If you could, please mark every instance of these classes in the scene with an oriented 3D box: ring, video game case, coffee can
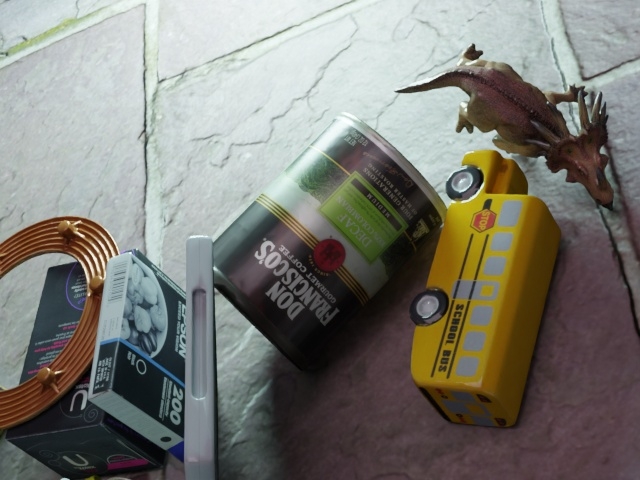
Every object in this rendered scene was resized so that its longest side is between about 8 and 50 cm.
[{"bbox_3d":[-0.410,0.104,1.852,0.337,0.032,0.336,-19,49,23],"label":"ring"},{"bbox_3d":[-0.141,0.210,1.616,0.036,0.329,0.300,-1,52,-4],"label":"video game case"},{"bbox_3d":[0.000,0.000,1.749,0.275,0.201,0.201,-46,47,-6],"label":"coffee can"}]

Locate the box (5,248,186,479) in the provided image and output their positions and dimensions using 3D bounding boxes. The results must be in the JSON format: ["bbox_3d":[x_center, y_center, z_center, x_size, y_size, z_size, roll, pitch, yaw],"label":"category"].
[{"bbox_3d":[-0.295,0.169,1.847,0.165,0.143,0.270,-12,52,27],"label":"box"}]

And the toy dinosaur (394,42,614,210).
[{"bbox_3d":[0.248,-0.163,1.706,0.200,0.296,0.127,-94,29,-79],"label":"toy dinosaur"}]

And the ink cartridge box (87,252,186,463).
[{"bbox_3d":[-0.211,0.154,1.763,0.045,0.208,0.206,-16,52,24],"label":"ink cartridge box"}]

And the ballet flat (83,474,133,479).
[{"bbox_3d":[-0.236,0.345,1.733,0.231,0.077,0.077,9,48,42],"label":"ballet flat"}]

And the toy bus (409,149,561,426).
[{"bbox_3d":[0.201,0.051,1.651,0.130,0.108,0.332,1,59,32],"label":"toy bus"}]

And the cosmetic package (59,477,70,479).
[{"bbox_3d":[-0.194,0.458,1.423,0.453,0.161,0.230,22,52,39],"label":"cosmetic package"}]

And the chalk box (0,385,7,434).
[{"bbox_3d":[-0.558,0.272,1.947,0.132,0.132,0.213,20,71,39],"label":"chalk box"}]
